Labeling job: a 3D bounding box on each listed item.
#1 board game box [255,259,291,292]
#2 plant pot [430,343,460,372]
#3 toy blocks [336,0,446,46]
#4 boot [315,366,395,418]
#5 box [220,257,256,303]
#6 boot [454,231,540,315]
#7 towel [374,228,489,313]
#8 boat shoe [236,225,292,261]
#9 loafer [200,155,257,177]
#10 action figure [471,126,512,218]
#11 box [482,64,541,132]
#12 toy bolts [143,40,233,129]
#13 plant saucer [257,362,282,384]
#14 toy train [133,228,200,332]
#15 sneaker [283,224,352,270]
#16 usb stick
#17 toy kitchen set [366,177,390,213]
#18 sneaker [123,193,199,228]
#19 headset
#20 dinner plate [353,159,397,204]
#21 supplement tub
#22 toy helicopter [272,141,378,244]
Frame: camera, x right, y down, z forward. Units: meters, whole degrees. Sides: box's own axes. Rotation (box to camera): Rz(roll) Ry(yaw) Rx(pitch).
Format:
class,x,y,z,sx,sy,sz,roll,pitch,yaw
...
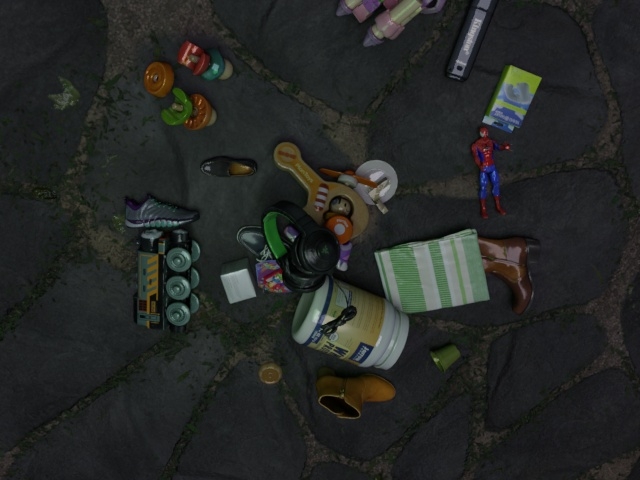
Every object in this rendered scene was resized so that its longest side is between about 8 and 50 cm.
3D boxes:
class,x,y,z,sx,sy,sz,roll,pitch,yaw
board game box,-0.134,0.126,1.923,0.133,0.033,0.169,4,141,3
plant pot,0.425,0.388,2.080,0.079,0.083,0.083,-30,108,-7
toy blocks,0.148,-0.676,1.677,0.260,0.309,0.288,-33,97,39
boot,0.121,0.515,2.019,0.295,0.211,0.104,17,106,-10
box,-0.253,0.123,1.924,0.087,0.101,0.102,-16,109,0
boot,0.547,0.110,1.992,0.280,0.096,0.264,3,111,-3
towel,0.354,0.106,1.976,0.324,0.038,0.248,-12,108,10
boat shoe,-0.141,0.036,1.917,0.254,0.079,0.095,31,104,-13
loafer,-0.273,-0.216,1.837,0.170,0.061,0.062,-4,109,-3
action figure,0.520,-0.202,1.874,0.091,0.139,0.280,-13,105,-2
box,0.570,-0.421,1.855,0.109,0.042,0.178,18,104,-10
toy bolts,-0.356,-0.448,1.749,0.218,0.158,0.228,47,113,24
plant saucer,-0.169,0.450,2.078,0.083,0.015,0.083,-1,107,-4
toy train,-0.474,0.123,1.894,0.190,0.142,0.334,6,107,4
sneaker,0.000,0.000,1.918,0.236,0.095,0.104,27,96,-17
usb stick,0.439,-0.599,1.786,0.077,0.045,0.278,17,105,-10
toy kitchen set,0.196,-0.132,1.881,0.075,0.068,0.083,-36,107,6
sneaker,-0.476,-0.092,1.851,0.223,0.083,0.098,-4,103,-3
headset,-0.047,0.074,1.734,0.185,0.243,0.394,-35,77,-31
dinner plate,0.169,-0.177,1.911,0.141,0.017,0.141,-2,106,-6
supplement tub,0.092,0.258,1.928,0.316,0.228,0.228,23,104,-11
toy helicopter,0.007,-0.159,1.826,0.355,0.140,0.235,46,74,-5
